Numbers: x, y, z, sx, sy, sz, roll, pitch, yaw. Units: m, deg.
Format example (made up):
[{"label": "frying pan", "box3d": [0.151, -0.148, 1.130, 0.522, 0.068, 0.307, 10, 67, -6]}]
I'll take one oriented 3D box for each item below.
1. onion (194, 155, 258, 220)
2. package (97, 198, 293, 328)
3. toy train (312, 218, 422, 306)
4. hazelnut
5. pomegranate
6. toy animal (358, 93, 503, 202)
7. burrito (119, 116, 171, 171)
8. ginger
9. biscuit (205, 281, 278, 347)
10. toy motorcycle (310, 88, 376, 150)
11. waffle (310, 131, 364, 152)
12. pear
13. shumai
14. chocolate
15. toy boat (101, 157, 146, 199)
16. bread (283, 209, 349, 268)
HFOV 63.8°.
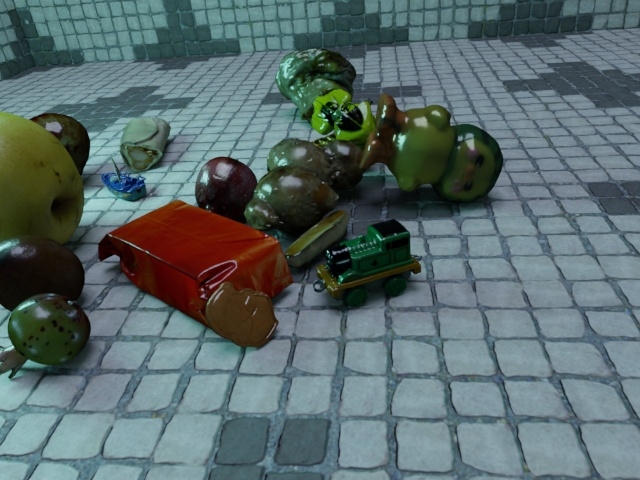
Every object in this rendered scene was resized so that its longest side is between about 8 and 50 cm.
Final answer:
[{"label": "onion", "box3d": [-0.239, -0.108, 1.251, 0.159, 0.160, 0.195, 7, 52, 20]}, {"label": "package", "box3d": [-0.266, 0.034, 1.042, 0.423, 0.123, 0.196, 21, 38, 34]}, {"label": "toy train", "box3d": [0.090, 0.039, 0.966, 0.227, 0.136, 0.091, -13, 32, -17]}, {"label": "hazelnut", "box3d": [-0.789, -0.258, 1.498, 0.217, 0.234, 0.218, 26, 7, -4]}, {"label": "pomegranate", "box3d": [-0.473, 0.164, 0.882, 0.159, 0.129, 0.129, -43, 22, 23]}, {"label": "toy animal", "box3d": [0.273, -0.217, 1.250, 0.337, 0.216, 0.191, 18, 23, -5]}, {"label": "burrito", "box3d": [-0.581, -0.327, 1.701, 0.143, 0.105, 0.299, 0, 29, -11]}, {"label": "ginger", "box3d": [-0.050, -0.136, 1.241, 0.255, 0.177, 0.375, 11, 36, 19]}, {"label": "biscuit", "box3d": [-0.133, 0.128, 0.881, 0.019, 0.130, 0.102, -24, 44, 59]}, {"label": "toy motorcycle", "box3d": [0.082, -0.325, 1.439, 0.142, 0.206, 0.342, -44, 40, 1]}, {"label": "waffle", "box3d": [0.066, -0.259, 1.533, 0.160, 0.055, 0.210, -30, 39, -35]}, {"label": "pear", "box3d": [-0.711, -0.114, 1.143, 0.347, 0.349, 0.348, -4, 31, 2]}, {"label": "shumai", "box3d": [-0.005, -0.525, 1.906, 0.308, 0.304, 0.264, -6, 65, -5]}, {"label": "chocolate", "box3d": [-0.548, 0.066, 0.979, 0.176, 0.177, 0.177, -4, 31, 2]}, {"label": "toy boat", "box3d": [-0.571, -0.185, 1.457, 0.174, 0.110, 0.091, 17, 37, 35]}, {"label": "bread", "box3d": [-0.001, 0.000, 1.121, 0.073, 0.053, 0.214, -2, 28, 44]}]
